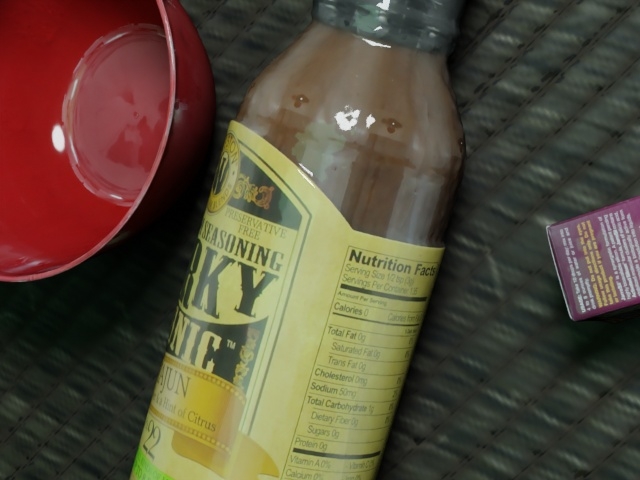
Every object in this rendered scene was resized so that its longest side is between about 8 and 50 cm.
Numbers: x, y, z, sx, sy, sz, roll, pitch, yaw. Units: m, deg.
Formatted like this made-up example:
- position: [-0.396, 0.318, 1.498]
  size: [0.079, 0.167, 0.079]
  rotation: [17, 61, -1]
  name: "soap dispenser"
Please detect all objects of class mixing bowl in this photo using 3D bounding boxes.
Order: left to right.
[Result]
- position: [-0.121, -0.068, 0.647]
  size: [0.181, 0.098, 0.182]
  rotation: [-2, 87, 28]
  name: "mixing bowl"

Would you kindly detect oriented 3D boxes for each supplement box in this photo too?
- position: [0.144, 0.003, 0.524]
  size: [0.083, 0.055, 0.043]
  rotation: [-19, 78, 26]
  name: "supplement box"

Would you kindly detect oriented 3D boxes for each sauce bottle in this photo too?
- position: [0.000, 0.000, 0.573]
  size: [0.111, 0.111, 0.345]
  rotation: [18, 96, 28]
  name: "sauce bottle"
